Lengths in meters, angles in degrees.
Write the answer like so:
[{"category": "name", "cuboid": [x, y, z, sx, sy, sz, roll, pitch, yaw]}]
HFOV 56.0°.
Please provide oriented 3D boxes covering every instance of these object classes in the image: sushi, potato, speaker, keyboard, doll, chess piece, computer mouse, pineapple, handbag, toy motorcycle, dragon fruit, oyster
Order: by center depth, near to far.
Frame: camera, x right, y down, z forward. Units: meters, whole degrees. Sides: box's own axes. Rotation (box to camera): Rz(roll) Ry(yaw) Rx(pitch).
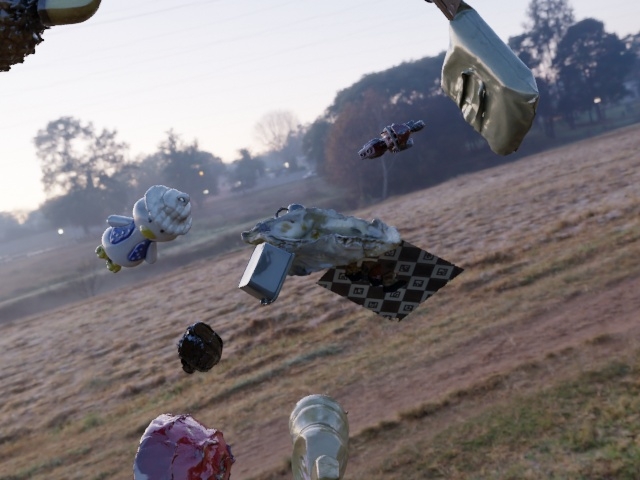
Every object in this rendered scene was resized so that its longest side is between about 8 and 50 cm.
[{"category": "keyboard", "cuboid": [0.159, -0.369, 0.848, 0.017, 0.055, 0.166, 19, 2, 35]}, {"category": "potato", "cuboid": [-0.436, -0.420, 1.073, 0.103, 0.096, 0.066, 3, -27, -2]}, {"category": "chess piece", "cuboid": [-0.001, 0.410, 1.102, 0.137, 0.137, 0.301, -15, 13, 3]}, {"category": "dragon fruit", "cuboid": [-0.279, 0.460, 1.175, 0.163, 0.261, 0.189, -19, -34, 34]}, {"category": "pineapple", "cuboid": [-0.634, -0.469, 1.246, 0.362, 0.202, 0.202, -14, 4, 15]}, {"category": "doll", "cuboid": [-0.378, -0.021, 1.293, 0.293, 0.138, 0.119, -31, 16, 29]}, {"category": "oyster", "cuboid": [0.001, 0.005, 1.322, 0.341, 0.110, 0.166, -10, 34, 2]}, {"category": "handbag", "cuboid": [0.384, -0.359, 1.378, 0.109, 0.316, 0.253, -27, -26, -9]}, {"category": "sushi", "cuboid": [0.172, 0.080, 1.555, 0.264, 0.290, 0.050, -47, 28, 34]}, {"category": "computer mouse", "cuboid": [-0.330, 0.306, 1.699, 0.077, 0.146, 0.241, 13, -24, 18]}, {"category": "toy motorcycle", "cuboid": [0.202, -0.288, 1.762, 0.213, 0.082, 0.122, -25, -1, 35]}, {"category": "speaker", "cuboid": [-0.091, -0.076, 1.862, 0.094, 0.075, 0.060, 11, -19, -18]}]

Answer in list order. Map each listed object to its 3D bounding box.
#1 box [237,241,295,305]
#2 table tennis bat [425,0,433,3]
[{"category": "box", "cuboid": [-0.113, 0.065, 1.231, 0.069, 0.122, 0.084, 30, -23, -20]}, {"category": "table tennis bat", "cuboid": [0.172, -0.474, 1.096, 0.019, 0.098, 0.155, -25, 9, 35]}]
